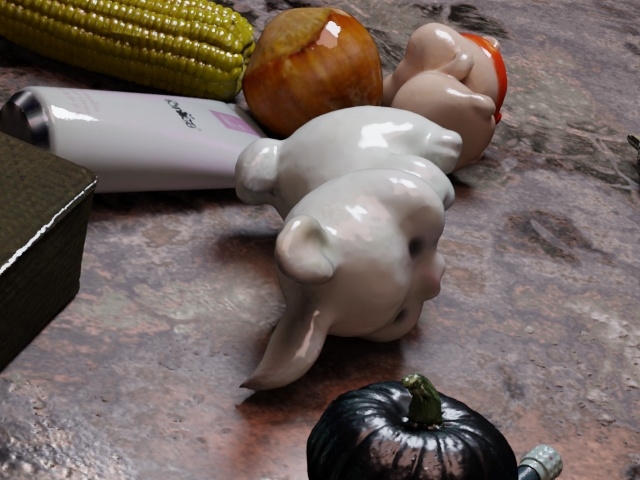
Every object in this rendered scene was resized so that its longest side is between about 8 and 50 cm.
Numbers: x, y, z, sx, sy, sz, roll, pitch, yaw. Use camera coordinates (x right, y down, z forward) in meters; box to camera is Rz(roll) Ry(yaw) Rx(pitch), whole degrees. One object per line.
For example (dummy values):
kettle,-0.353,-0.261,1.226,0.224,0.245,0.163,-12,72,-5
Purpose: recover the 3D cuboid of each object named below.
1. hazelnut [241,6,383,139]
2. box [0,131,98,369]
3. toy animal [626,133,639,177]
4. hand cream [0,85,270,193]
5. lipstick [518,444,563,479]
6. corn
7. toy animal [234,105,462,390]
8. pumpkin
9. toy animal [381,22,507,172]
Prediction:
hazelnut,0.001,-0.202,1.976,0.182,0.182,0.182,11,33,-7
box,-0.354,0.019,1.517,0.184,0.143,0.273,22,34,10
toy animal,0.439,-0.101,2.079,0.137,0.098,0.098,18,28,37
hand cream,-0.190,-0.113,1.825,0.359,0.118,0.185,-4,34,-39
lipstick,0.184,0.233,1.514,0.037,0.037,0.116,33,41,26
corn,-0.253,-0.265,2.009,0.345,0.131,0.131,14,32,4
toy animal,0.011,0.000,1.656,0.241,0.196,0.367,9,31,3
pumpkin,0.082,0.203,1.424,0.194,0.150,0.194,40,12,-10
toy animal,0.156,-0.178,2.016,0.171,0.171,0.197,16,35,1
